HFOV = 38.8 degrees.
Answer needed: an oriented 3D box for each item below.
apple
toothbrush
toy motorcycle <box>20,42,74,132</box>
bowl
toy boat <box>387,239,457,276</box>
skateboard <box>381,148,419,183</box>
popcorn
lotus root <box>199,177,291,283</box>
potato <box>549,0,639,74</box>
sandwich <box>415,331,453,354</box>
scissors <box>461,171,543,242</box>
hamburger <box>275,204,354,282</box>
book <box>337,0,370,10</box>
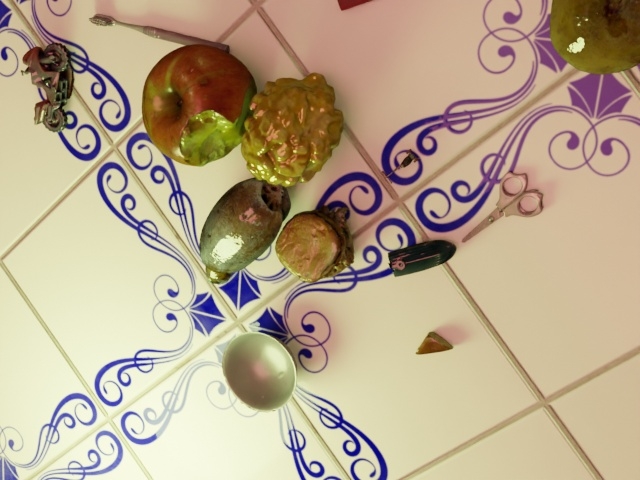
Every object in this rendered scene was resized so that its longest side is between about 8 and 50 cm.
[{"bbox_3d":[-0.233,-0.273,1.853,0.246,0.226,0.246,3,95,38],"label":"apple"},{"bbox_3d":[-0.355,-0.448,1.978,0.354,0.029,0.024,17,124,20],"label":"toothbrush"},{"bbox_3d":[-0.634,-0.359,2.105,0.118,0.084,0.213,16,115,12],"label":"toy motorcycle"},{"bbox_3d":[-0.119,0.281,2.033,0.189,0.086,0.189,6,105,25],"label":"bowl"},{"bbox_3d":[0.207,0.032,1.831,0.141,0.060,0.055,-16,97,21],"label":"toy boat"},{"bbox_3d":[0.151,-0.141,1.812,0.032,0.064,0.083,49,129,-3],"label":"skateboard"},{"bbox_3d":[-0.064,-0.222,1.811,0.216,0.181,0.235,-11,59,63],"label":"popcorn"},{"bbox_3d":[-0.185,-0.018,1.942,0.140,0.158,0.322,34,132,-13],"label":"lotus root"},{"bbox_3d":[0.521,-0.434,1.472,0.269,0.219,0.359,30,122,25],"label":"potato"},{"bbox_3d":[0.230,0.211,1.881,0.083,0.031,0.044,-13,102,25],"label":"sandwich"},{"bbox_3d":[0.344,-0.052,1.768,0.189,0.015,0.100,-42,83,30],"label":"scissors"},{"bbox_3d":[0.000,0.000,1.883,0.159,0.131,0.185,46,112,18],"label":"hamburger"},{"bbox_3d":[0.119,-0.552,1.733,0.231,0.022,0.162,-13,100,27],"label":"book"}]
